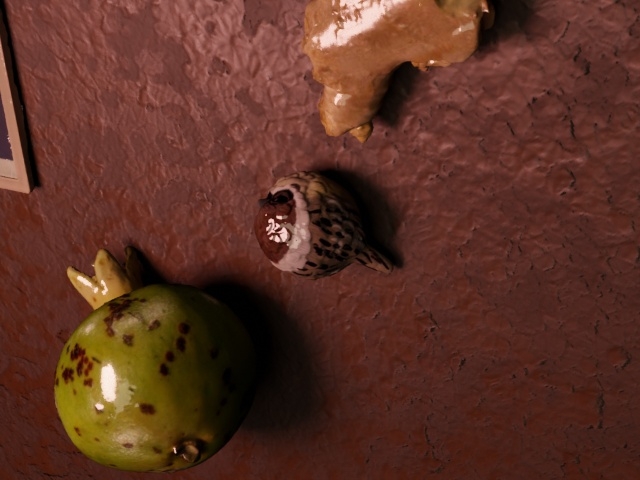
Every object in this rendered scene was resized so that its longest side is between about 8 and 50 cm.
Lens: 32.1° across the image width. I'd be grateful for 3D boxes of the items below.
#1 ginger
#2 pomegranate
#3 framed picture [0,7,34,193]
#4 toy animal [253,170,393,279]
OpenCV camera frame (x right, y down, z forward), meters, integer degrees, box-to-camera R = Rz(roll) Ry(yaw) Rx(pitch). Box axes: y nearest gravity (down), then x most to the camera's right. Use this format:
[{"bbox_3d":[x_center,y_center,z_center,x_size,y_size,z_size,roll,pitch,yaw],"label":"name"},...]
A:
[{"bbox_3d":[0.046,-0.176,0.912,0.137,0.074,0.213,50,136,-4],"label":"ginger"},{"bbox_3d":[-0.177,0.123,1.152,0.263,0.211,0.211,61,138,33],"label":"pomegranate"},{"bbox_3d":[-0.412,-0.192,1.205,0.208,0.019,0.281,9,121,26],"label":"framed picture"},{"bbox_3d":[0.000,0.000,1.025,0.137,0.098,0.098,41,130,3],"label":"toy animal"}]
